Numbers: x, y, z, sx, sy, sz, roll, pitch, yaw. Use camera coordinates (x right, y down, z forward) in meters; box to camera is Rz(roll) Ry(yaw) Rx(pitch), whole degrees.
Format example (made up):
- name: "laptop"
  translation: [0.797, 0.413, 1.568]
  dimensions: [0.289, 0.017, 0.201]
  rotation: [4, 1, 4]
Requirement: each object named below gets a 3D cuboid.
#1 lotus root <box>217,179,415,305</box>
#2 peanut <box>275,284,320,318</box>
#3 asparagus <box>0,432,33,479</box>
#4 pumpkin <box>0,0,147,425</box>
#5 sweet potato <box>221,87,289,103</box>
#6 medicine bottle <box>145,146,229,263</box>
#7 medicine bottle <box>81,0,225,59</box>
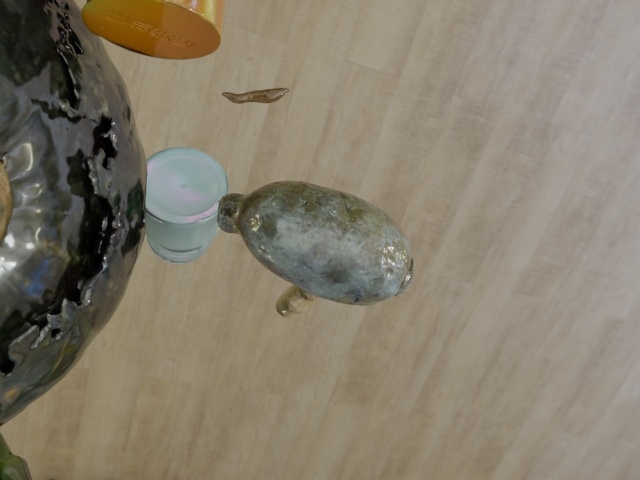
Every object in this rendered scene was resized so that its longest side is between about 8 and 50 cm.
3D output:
- name: "lotus root"
  translation: [0.000, 0.000, 0.895]
  dimensions: [0.349, 0.175, 0.175]
  rotation: [20, 111, -12]
- name: "peanut"
  translation: [-0.048, 0.151, 1.558]
  dimensions: [0.086, 0.104, 0.228]
  rotation: [48, 133, 0]
- name: "asparagus"
  translation: [-0.286, 0.320, 0.546]
  dimensions: [0.080, 0.287, 0.080]
  rotation: [-39, 157, -20]
- name: "pumpkin"
  translation: [-0.338, -0.046, 0.391]
  dimensions: [0.343, 0.454, 0.455]
  rotation: [2, 124, 35]
- name: "sweet potato"
  translation: [-0.109, -0.244, 0.940]
  dimensions: [0.115, 0.026, 0.026]
  rotation: [-5, 117, 1]
- name: "medicine bottle"
  translation: [-0.390, -0.080, 1.546]
  dimensions: [0.244, 0.245, 0.290]
  rotation: [7, 151, -13]
- name: "medicine bottle"
  translation: [-0.111, -0.240, 0.399]
  dimensions: [0.096, 0.096, 0.192]
  rotation: [5, 84, -13]
